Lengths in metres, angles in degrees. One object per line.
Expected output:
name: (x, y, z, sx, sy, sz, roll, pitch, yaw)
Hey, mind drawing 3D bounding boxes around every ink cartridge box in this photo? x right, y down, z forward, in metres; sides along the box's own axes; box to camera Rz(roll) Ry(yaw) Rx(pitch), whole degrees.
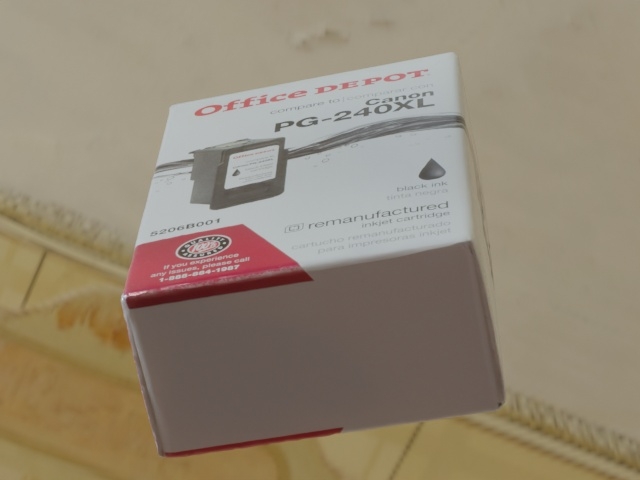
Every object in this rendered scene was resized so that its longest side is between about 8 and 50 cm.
ink cartridge box: (0.000, 0.000, 0.649, 0.109, 0.150, 0.063, -10, -63, 6)
